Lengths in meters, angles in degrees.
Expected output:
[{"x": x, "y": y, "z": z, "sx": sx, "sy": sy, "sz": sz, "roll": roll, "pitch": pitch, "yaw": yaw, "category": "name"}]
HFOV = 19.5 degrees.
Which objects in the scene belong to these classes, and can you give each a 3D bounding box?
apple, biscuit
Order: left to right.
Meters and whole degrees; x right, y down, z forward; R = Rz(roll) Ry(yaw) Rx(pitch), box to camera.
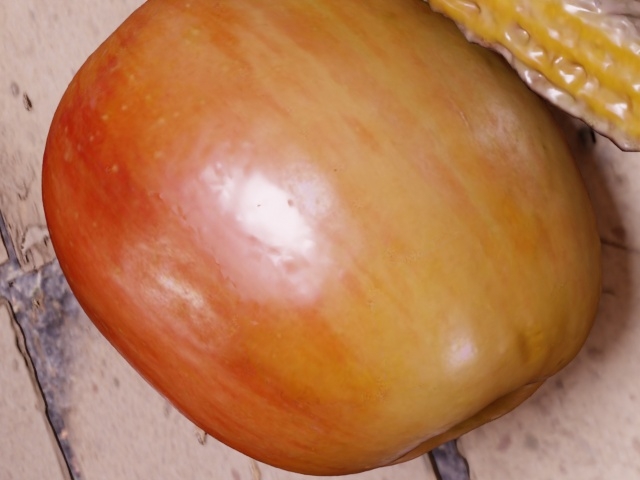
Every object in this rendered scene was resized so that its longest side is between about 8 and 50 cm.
[{"x": 0.000, "y": 0.000, "z": 0.868, "sx": 0.241, "sy": 0.242, "sz": 0.242, "roll": 50, "pitch": 131, "yaw": 19, "category": "apple"}, {"x": 0.078, "y": -0.129, "z": 0.806, "sx": 0.379, "sy": 0.094, "sz": 0.054, "roll": 38, "pitch": 134, "yaw": 29, "category": "biscuit"}]
